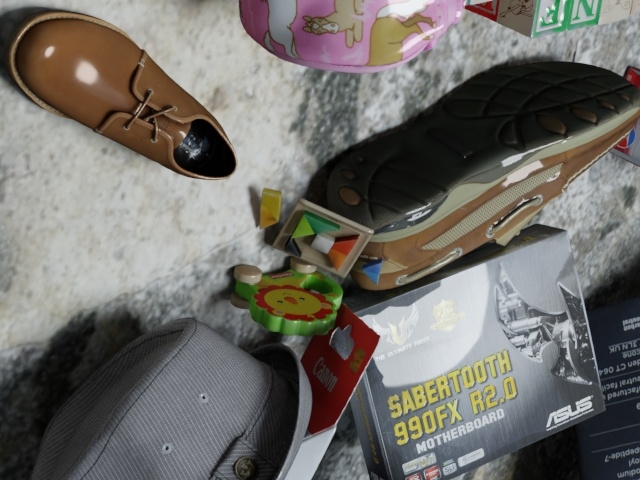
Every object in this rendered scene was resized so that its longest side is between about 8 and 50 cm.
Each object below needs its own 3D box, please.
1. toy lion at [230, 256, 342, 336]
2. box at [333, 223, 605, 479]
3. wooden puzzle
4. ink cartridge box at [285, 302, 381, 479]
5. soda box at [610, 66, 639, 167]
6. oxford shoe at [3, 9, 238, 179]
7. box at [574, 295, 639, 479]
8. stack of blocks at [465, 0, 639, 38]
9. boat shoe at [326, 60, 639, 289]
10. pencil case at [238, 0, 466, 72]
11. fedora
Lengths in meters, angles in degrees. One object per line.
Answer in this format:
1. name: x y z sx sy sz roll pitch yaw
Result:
1. toy lion: -0.020 0.050 1.307 0.100 0.096 0.034 -10 121 -42
2. box: 0.135 0.107 1.429 0.231 0.056 0.183 -19 106 -22
3. wooden puzzle: 0.000 0.000 1.300 0.078 0.116 0.014 112 -3 -50
4. ink cartridge box: -0.041 0.151 1.289 0.056 0.181 0.225 24 93 -15
5. soda box: 0.403 -0.106 1.650 0.263 0.083 0.092 9 107 -48
6. oxford shoe: -0.132 -0.100 1.121 0.212 0.076 0.076 27 95 -48
7. box: 0.506 0.330 1.692 0.480 0.297 0.472 32 47 -49
8. stack of blocks: 0.174 -0.264 1.319 0.297 0.087 0.171 -17 125 -38
9. boat shoe: 0.142 -0.058 1.403 0.324 0.122 0.120 -25 135 -23
10. pencil case: 0.018 -0.313 1.069 0.167 0.160 0.386 -16 124 -20
11. fedora: -0.132 0.164 1.201 0.124 0.243 0.275 43 73 -20
